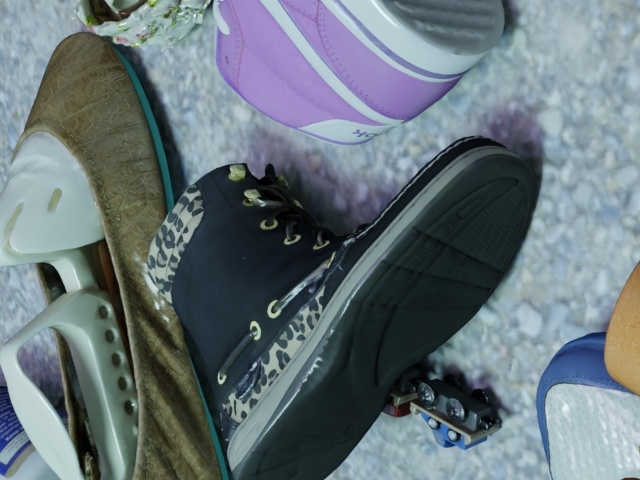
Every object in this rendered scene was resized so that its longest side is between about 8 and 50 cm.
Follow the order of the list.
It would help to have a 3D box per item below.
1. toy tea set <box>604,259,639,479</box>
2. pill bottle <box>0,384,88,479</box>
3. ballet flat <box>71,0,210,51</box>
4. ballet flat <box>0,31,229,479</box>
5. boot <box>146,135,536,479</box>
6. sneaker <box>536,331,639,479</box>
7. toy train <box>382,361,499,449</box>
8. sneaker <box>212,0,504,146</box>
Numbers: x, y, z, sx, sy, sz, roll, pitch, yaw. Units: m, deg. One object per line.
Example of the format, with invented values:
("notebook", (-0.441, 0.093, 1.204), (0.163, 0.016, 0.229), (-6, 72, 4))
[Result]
("toy tea set", (0.200, 0.028, 0.721), (0.124, 0.200, 0.336), (24, 129, 27))
("pill bottle", (-0.218, 0.161, 1.292), (0.187, 0.112, 0.112), (18, 113, 46))
("ballet flat", (-0.075, -0.197, 1.056), (0.091, 0.077, 0.241), (52, 133, 26))
("ballet flat", (-0.149, 0.040, 1.170), (0.116, 0.124, 0.342), (-8, 93, 50))
("boot", (-0.002, 0.000, 1.011), (0.236, 0.085, 0.178), (-53, 44, 22))
("sneaker", (0.162, 0.180, 0.839), (0.112, 0.131, 0.296), (-45, 65, 48))
("toy train", (0.039, 0.079, 1.035), (0.158, 0.027, 0.036), (25, 122, 44))
("sneaker", (-0.046, -0.168, 0.972), (0.282, 0.102, 0.161), (53, 144, 1))
